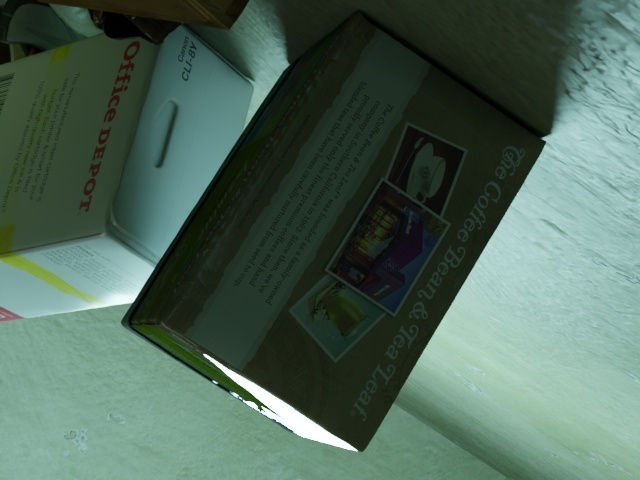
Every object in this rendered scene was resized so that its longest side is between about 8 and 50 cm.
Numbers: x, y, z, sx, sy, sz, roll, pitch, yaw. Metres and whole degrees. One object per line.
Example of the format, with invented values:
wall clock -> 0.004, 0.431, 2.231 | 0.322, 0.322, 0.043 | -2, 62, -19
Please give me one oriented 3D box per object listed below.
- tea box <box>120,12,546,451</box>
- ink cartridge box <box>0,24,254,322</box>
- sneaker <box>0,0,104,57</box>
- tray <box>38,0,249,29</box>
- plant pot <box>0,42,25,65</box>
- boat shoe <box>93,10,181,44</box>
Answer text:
tea box -> 0.000, 0.000, 1.538 | 0.220, 0.329, 0.323 | 34, 169, -10
ink cartridge box -> -0.289, -0.070, 1.860 | 0.384, 0.279, 0.160 | -9, 147, 39
sneaker -> -0.303, -0.227, 2.001 | 0.100, 0.108, 0.271 | 21, 167, 41
tray -> -0.243, -0.299, 1.545 | 0.203, 0.076, 0.411 | 38, 168, -34
plant pot -> -0.439, -0.188, 2.361 | 0.237, 0.237, 0.254 | 24, -178, 39
boat shoe -> -0.208, -0.248, 1.704 | 0.073, 0.073, 0.207 | 33, 172, -30
